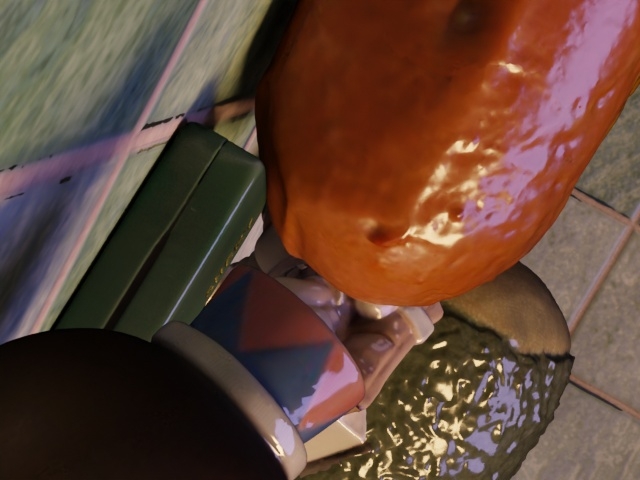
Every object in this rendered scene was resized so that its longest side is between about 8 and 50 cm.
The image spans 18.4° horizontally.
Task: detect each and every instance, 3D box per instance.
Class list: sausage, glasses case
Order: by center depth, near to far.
[{"bbox_3d":[-0.085,0.041,0.843,0.184,0.039,0.078,-59,174,-11],"label":"glasses case"},{"bbox_3d":[0.066,-0.093,0.899,0.268,0.153,0.141,-64,158,10],"label":"sausage"}]

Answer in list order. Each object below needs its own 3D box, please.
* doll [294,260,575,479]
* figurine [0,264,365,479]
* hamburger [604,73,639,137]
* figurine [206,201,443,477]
[{"bbox_3d":[0.035,0.148,1.537,0.349,0.247,0.247,-64,173,11],"label":"doll"},{"bbox_3d":[-0.088,0.131,0.674,0.275,0.158,0.161,-60,-177,1],"label":"figurine"},{"bbox_3d":[0.148,-0.131,1.428,0.318,0.158,0.318,-57,175,-8],"label":"hamburger"},{"bbox_3d":[0.003,0.002,1.062,0.162,0.141,0.237,-25,-155,45],"label":"figurine"}]
